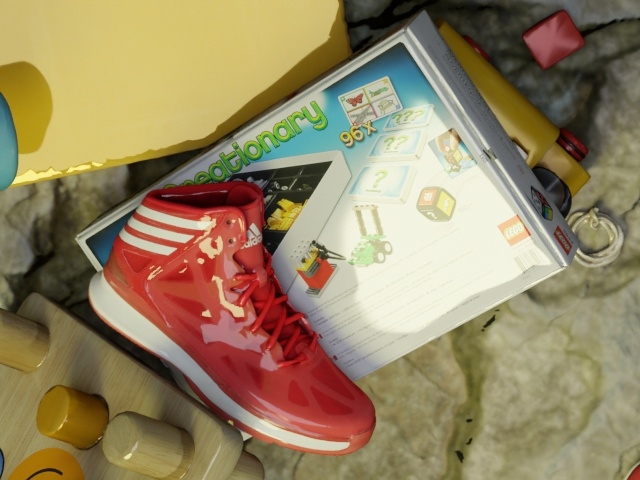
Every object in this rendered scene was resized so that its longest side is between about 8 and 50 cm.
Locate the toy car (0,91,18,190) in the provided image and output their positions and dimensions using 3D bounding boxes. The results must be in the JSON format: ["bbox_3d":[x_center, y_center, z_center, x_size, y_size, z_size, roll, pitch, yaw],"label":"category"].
[{"bbox_3d":[-0.350,-0.110,1.308,0.219,0.210,0.238,-11,75,-26],"label":"toy car"}]

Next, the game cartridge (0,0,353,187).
[{"bbox_3d":[-0.138,-0.219,1.370,0.285,0.053,0.324,-11,101,0],"label":"game cartridge"}]

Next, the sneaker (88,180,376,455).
[{"bbox_3d":[-0.044,0.044,1.299,0.221,0.087,0.128,30,120,4],"label":"sneaker"}]

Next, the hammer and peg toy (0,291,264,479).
[{"bbox_3d":[-0.217,0.235,1.328,0.127,0.266,0.361,27,93,-44],"label":"hammer and peg toy"}]

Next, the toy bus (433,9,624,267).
[{"bbox_3d":[0.119,-0.062,1.368,0.202,0.104,0.191,-3,99,0],"label":"toy bus"}]

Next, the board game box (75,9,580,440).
[{"bbox_3d":[0.000,0.000,1.344,0.305,0.053,0.193,-30,99,28],"label":"board game box"}]

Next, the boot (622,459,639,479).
[{"bbox_3d":[0.235,0.262,1.359,0.088,0.176,0.244,4,75,12],"label":"boot"}]
